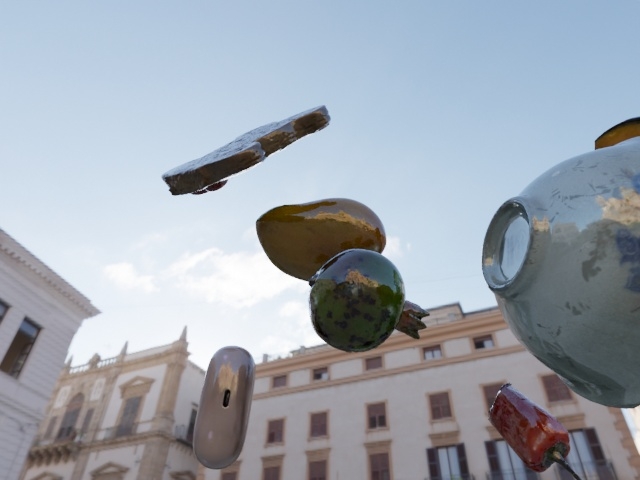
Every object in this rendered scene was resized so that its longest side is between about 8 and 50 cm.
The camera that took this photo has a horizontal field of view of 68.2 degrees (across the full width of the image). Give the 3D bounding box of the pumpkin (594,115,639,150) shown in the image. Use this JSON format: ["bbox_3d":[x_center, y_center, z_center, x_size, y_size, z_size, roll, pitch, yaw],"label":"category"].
[{"bbox_3d":[0.795,-0.140,1.078,0.225,0.303,0.256,-4,0,-36],"label":"pumpkin"}]

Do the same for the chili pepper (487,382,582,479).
[{"bbox_3d":[0.335,0.306,0.727,0.084,0.192,0.086,-49,-55,2],"label":"chili pepper"}]

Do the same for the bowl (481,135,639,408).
[{"bbox_3d":[0.278,0.018,0.545,0.146,0.313,0.313,12,-43,-7],"label":"bowl"}]

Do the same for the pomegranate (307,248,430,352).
[{"bbox_3d":[0.073,0.100,0.734,0.205,0.159,0.159,20,-45,-19],"label":"pomegranate"}]

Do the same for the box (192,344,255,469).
[{"bbox_3d":[-0.163,0.281,0.808,0.088,0.200,0.146,12,-28,-9],"label":"box"}]

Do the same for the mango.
[{"bbox_3d":[0.000,0.000,1.141,0.317,0.173,0.211,4,-79,8],"label":"mango"}]

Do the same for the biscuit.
[{"bbox_3d":[-0.195,-0.216,1.196,0.368,0.394,0.076,-6,-64,42],"label":"biscuit"}]
